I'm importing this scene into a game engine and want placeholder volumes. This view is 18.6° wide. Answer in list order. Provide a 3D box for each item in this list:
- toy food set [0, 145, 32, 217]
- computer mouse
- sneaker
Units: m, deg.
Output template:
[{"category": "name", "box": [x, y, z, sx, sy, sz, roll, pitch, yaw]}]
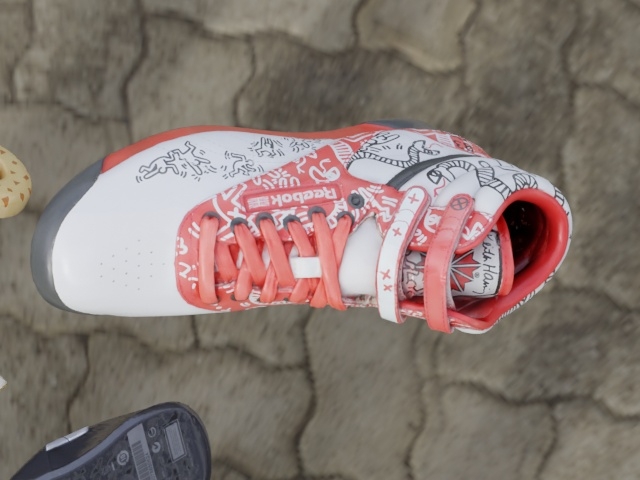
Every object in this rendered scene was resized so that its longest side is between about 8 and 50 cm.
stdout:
[{"category": "toy food set", "box": [-0.149, -0.039, 0.714, 0.082, 0.020, 0.083, 2, 49, -53]}, {"category": "computer mouse", "box": [-0.196, 0.158, 1.362, 0.262, 0.060, 0.184, -34, 116, -38]}, {"category": "sneaker", "box": [0.001, -0.001, 0.992, 0.270, 0.145, 0.090, -11, 115, -34]}]
